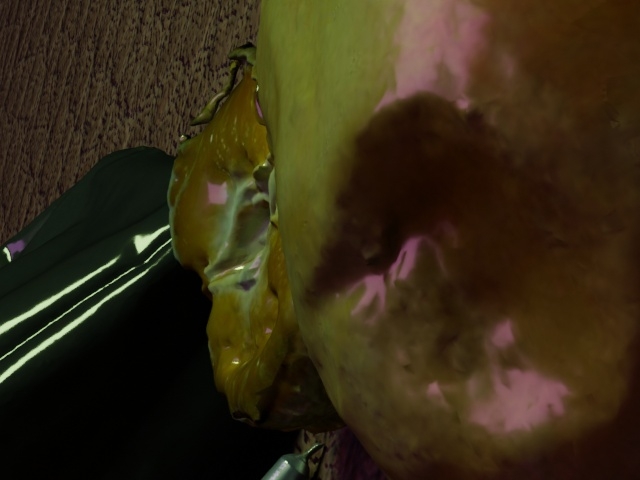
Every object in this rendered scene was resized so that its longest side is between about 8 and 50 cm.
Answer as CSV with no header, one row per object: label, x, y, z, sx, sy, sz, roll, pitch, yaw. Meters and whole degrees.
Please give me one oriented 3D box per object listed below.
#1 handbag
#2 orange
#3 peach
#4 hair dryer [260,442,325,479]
handbag,-0.123,0.082,1.043,0.275,0.178,0.302,-32,13,-13
orange,0.000,0.000,0.828,0.160,0.112,0.169,-132,36,-54
peach,0.088,-0.008,0.504,0.214,0.214,0.235,150,115,-62
hair dryer,-0.033,0.139,0.906,0.114,0.063,0.037,-50,13,-1
